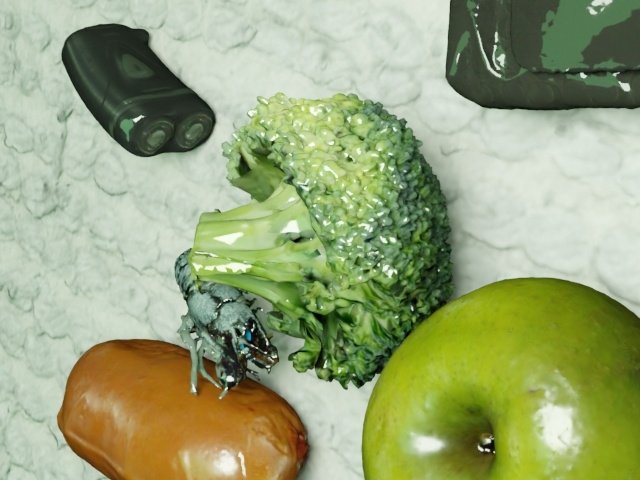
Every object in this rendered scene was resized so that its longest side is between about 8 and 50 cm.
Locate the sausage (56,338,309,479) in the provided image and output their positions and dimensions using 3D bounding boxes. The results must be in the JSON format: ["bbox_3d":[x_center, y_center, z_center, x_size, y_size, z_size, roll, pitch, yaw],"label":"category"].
[{"bbox_3d":[-0.118,0.151,0.937,0.258,0.133,0.133,19,103,43],"label":"sausage"}]

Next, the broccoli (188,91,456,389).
[{"bbox_3d":[0.003,0.000,0.779,0.176,0.226,0.198,-4,109,18],"label":"broccoli"}]

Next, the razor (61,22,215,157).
[{"bbox_3d":[-0.163,-0.130,1.010,0.148,0.090,0.054,48,133,33],"label":"razor"}]

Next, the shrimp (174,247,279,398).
[{"bbox_3d":[-0.089,0.055,0.906,0.082,0.076,0.174,-37,36,-1],"label":"shrimp"}]

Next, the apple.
[{"bbox_3d":[0.125,0.119,0.680,0.196,0.157,0.196,0,89,40],"label":"apple"}]

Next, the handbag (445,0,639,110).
[{"bbox_3d":[0.188,-0.199,0.688,0.223,0.080,0.247,4,90,37],"label":"handbag"}]
